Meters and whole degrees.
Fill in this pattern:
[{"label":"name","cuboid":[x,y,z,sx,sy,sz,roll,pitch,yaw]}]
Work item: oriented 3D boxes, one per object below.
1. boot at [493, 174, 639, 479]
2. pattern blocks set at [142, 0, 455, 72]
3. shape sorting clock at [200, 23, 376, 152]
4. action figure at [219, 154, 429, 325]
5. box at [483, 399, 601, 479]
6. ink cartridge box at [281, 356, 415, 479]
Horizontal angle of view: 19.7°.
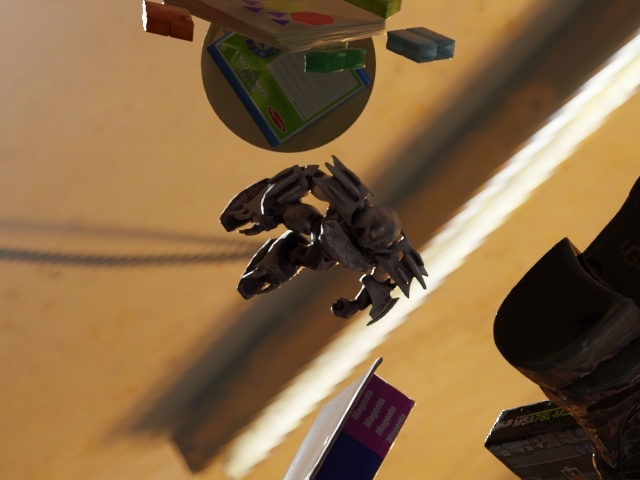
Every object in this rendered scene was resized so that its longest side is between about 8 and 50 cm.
[{"label":"boot","cuboid":[0.236,0.054,1.047,0.263,0.091,0.229,-35,-50,9]},{"label":"pattern blocks set","cuboid":[-0.046,-0.212,1.698,0.285,0.325,0.026,-7,-64,-31]},{"label":"shape sorting clock","cuboid":[-0.038,-0.206,2.157,0.206,0.206,0.040,-30,9,-4]},{"label":"action figure","cuboid":[0.000,0.000,1.855,0.099,0.185,0.285,-35,15,-24]},{"label":"box","cuboid":[0.258,0.199,1.526,0.190,0.184,0.045,-24,30,57]},{"label":"ink cartridge box","cuboid":[-0.023,0.286,1.744,0.324,0.071,0.330,-60,2,-15]}]
